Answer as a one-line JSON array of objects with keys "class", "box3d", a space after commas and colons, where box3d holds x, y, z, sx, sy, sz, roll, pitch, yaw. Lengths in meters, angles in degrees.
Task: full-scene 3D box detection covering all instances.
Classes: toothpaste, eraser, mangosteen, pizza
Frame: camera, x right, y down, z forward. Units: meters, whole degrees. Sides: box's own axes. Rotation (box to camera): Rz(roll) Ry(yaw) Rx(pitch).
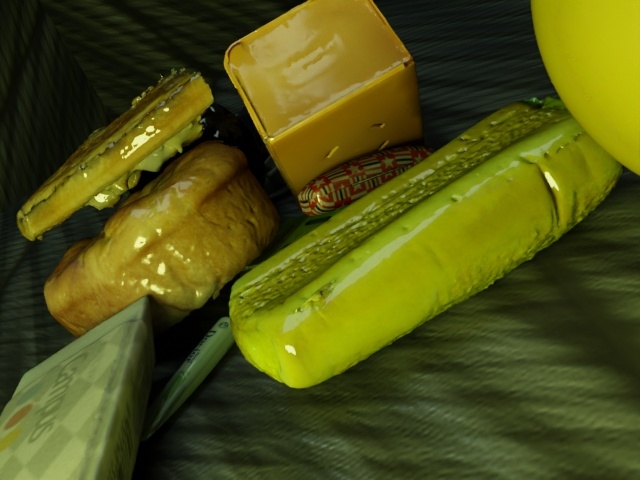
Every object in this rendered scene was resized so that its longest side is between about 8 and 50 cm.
[{"class": "toothpaste", "box3d": [-0.132, 0.137, 0.940, 0.048, 0.029, 0.197, -25, 19, 46]}, {"class": "eraser", "box3d": [-0.239, 0.202, 0.814, 0.213, 0.082, 0.397, -33, 18, 7]}, {"class": "mangosteen", "box3d": [-0.198, -0.101, 1.356, 0.243, 0.243, 0.243, -26, 18, 9]}, {"class": "pizza", "box3d": [-0.241, -0.115, 1.151, 0.323, 0.089, 0.223, -33, 18, 20]}]

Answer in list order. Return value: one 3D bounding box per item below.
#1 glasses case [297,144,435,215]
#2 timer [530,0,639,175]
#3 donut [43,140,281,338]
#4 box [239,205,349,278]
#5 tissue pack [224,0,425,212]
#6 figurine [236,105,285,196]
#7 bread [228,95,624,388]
[{"class": "glasses case", "box3d": [0.056, -0.080, 1.130, 0.195, 0.049, 0.073, -22, 7, -29]}, {"class": "timer", "box3d": [0.338, -0.198, 0.671, 0.376, 0.376, 0.387, -19, 10, 29]}, {"class": "donut", "box3d": [-0.198, 0.011, 1.120, 0.299, 0.150, 0.317, -40, 11, -13]}, {"class": "box", "box3d": [0.000, 0.000, 1.104, 0.193, 0.030, 0.121, -13, 24, 42]}, {"class": "tissue pack", "box3d": [0.011, -0.167, 1.146, 0.194, 0.145, 0.274, -31, -20, -2]}, {"class": "figurine", "box3d": [-0.034, -0.187, 1.474, 0.309, 0.143, 0.308, -24, 21, 10]}, {"class": "bread", "box3d": [0.099, 0.005, 0.810, 0.384, 0.112, 0.166, -33, 23, -9]}]
